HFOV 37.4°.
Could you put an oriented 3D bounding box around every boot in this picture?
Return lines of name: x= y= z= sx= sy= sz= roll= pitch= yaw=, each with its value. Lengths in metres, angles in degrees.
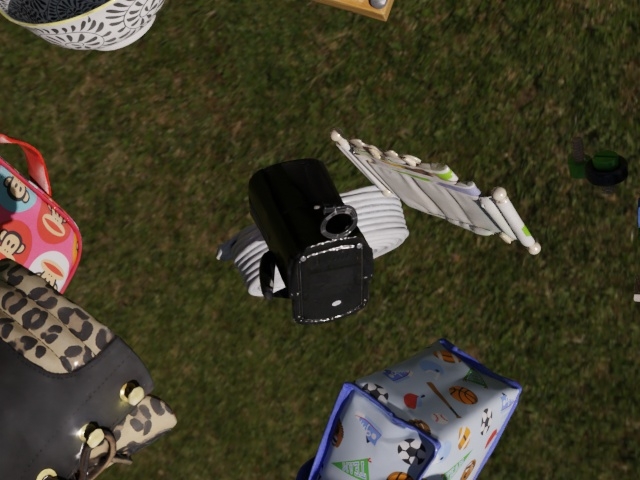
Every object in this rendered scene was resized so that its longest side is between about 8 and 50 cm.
boot: x=-0.208 y=0.210 z=0.647 sx=0.377 sy=0.284 sz=0.138 roll=41 pitch=149 yaw=8

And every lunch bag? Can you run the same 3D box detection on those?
lunch bag: x=-0.397 y=-0.008 z=1.020 sx=0.120 sy=0.258 sz=0.293 roll=16 pitch=156 yaw=34
lunch bag: x=0.139 y=0.403 z=1.687 sx=0.239 sy=0.328 sz=0.385 roll=33 pitch=119 yaw=30

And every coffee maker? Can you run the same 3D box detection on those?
coffee maker: x=-0.008 y=-0.019 z=1.115 sx=0.120 sy=0.178 sz=0.171 roll=6 pitch=126 yaw=-28

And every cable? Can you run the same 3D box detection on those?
cable: x=0.000 y=0.000 z=1.351 sx=0.257 sy=0.257 sz=0.089 roll=-36 pitch=70 yaw=62

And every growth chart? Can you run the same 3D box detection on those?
growth chart: x=0.128 y=-0.058 z=1.080 sx=0.237 sy=0.021 sz=0.172 roll=23 pitch=167 yaw=31

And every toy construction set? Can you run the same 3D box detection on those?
toy construction set: x=0.543 y=-0.030 z=1.320 sx=0.309 sy=0.257 sz=0.237 roll=-16 pitch=122 yaw=2

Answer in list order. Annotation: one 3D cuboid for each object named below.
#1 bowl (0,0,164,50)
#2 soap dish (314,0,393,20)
bowl: x=-0.200 y=-0.226 z=0.859 sx=0.170 sy=0.170 sz=0.080 roll=-1 pitch=144 yaw=19
soap dish: x=0.030 y=-0.445 z=1.229 sx=0.229 sy=0.118 sz=0.290 roll=14 pitch=116 yaw=-12
